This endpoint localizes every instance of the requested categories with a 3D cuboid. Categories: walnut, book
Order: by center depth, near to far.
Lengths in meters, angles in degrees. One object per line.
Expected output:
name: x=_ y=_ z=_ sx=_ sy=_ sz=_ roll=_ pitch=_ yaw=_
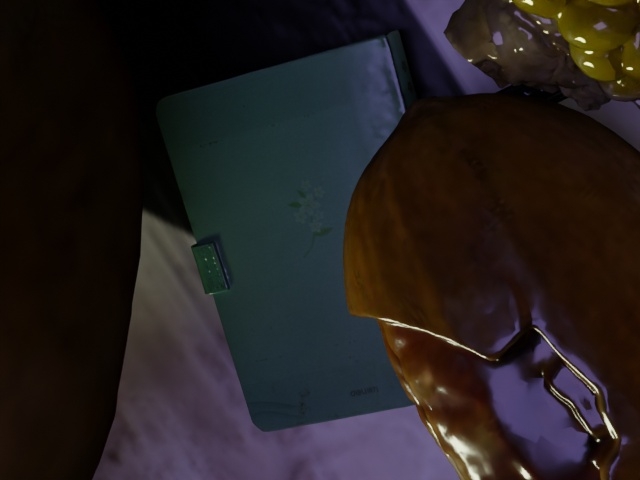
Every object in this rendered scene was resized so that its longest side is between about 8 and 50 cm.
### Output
walnut: x=0.088 y=0.041 z=0.510 sx=0.116 sy=0.116 sz=0.207 roll=-39 pitch=90 yaw=26
book: x=0.000 y=0.000 z=0.585 sx=0.103 sy=0.017 sz=0.135 roll=-14 pitch=99 yaw=23

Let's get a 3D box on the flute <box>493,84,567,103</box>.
flute: x=0.157 y=-0.088 z=0.498 sx=0.269 sy=0.014 sz=0.014 roll=-24 pitch=94 yaw=26

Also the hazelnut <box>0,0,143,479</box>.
hazelnut: x=-0.233 y=0.000 z=0.521 sx=0.366 sy=0.366 sz=0.366 roll=6 pitch=106 yaw=21

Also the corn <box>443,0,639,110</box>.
corn: x=0.160 y=-0.146 z=0.426 sx=0.322 sy=0.119 sz=0.119 roll=-36 pitch=89 yaw=21
